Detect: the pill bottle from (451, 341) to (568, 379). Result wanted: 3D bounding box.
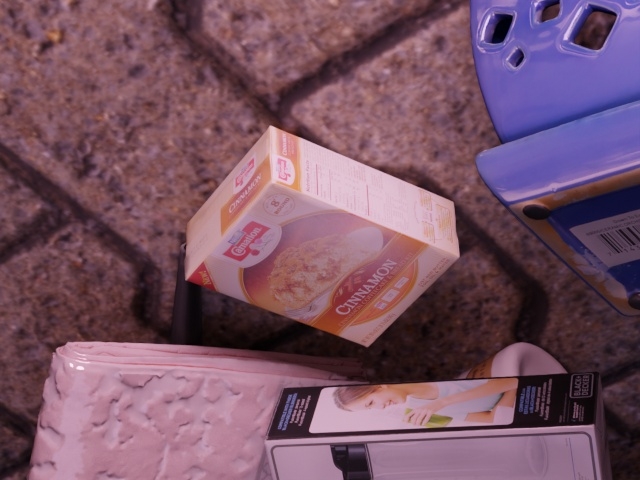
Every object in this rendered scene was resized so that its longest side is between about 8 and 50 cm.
[{"bbox_3d":[0.133,0.203,1.686,0.229,0.131,0.131,-34,130,29],"label":"pill bottle"}]

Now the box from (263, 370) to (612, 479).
[{"bbox_3d":[0.109,0.214,1.563,0.290,0.087,0.169,-3,119,14],"label":"box"}]

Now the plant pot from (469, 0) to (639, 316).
[{"bbox_3d":[0.253,-0.087,1.273,0.236,0.212,0.236,-16,139,36],"label":"plant pot"}]

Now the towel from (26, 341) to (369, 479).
[{"bbox_3d":[-0.126,0.255,1.634,0.317,0.053,0.332,5,109,-27],"label":"towel"}]

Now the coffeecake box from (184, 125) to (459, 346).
[{"bbox_3d":[0.000,0.000,1.496,0.185,0.068,0.142,21,133,-25],"label":"coffeecake box"}]

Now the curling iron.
[{"bbox_3d":[-0.112,0.100,1.629,0.068,0.035,0.274,-19,136,-15],"label":"curling iron"}]
